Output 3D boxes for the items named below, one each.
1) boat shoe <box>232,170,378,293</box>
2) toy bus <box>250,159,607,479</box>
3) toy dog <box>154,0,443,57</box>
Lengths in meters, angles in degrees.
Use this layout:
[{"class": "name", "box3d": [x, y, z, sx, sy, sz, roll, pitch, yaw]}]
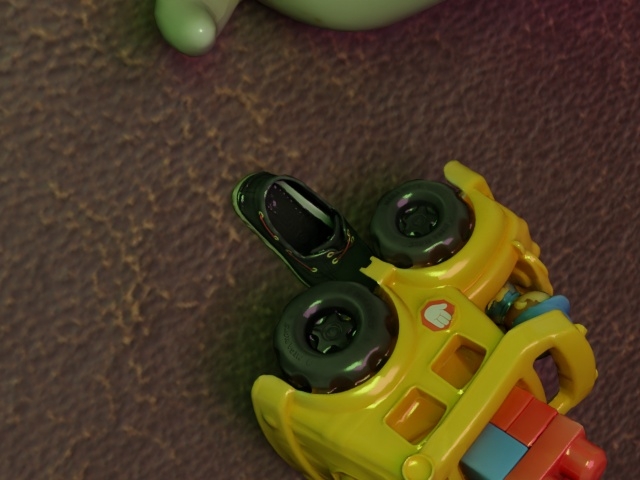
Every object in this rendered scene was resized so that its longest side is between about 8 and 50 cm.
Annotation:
[{"class": "boat shoe", "box3d": [-0.001, 0.002, 0.884, 0.133, 0.042, 0.049, 40, 73, -27]}, {"class": "toy bus", "box3d": [0.100, 0.085, 0.829, 0.220, 0.211, 0.149, -50, 143, -18]}, {"class": "toy dog", "box3d": [0.092, -0.262, 0.700, 0.395, 0.408, 0.285, -36, 110, -22]}]
